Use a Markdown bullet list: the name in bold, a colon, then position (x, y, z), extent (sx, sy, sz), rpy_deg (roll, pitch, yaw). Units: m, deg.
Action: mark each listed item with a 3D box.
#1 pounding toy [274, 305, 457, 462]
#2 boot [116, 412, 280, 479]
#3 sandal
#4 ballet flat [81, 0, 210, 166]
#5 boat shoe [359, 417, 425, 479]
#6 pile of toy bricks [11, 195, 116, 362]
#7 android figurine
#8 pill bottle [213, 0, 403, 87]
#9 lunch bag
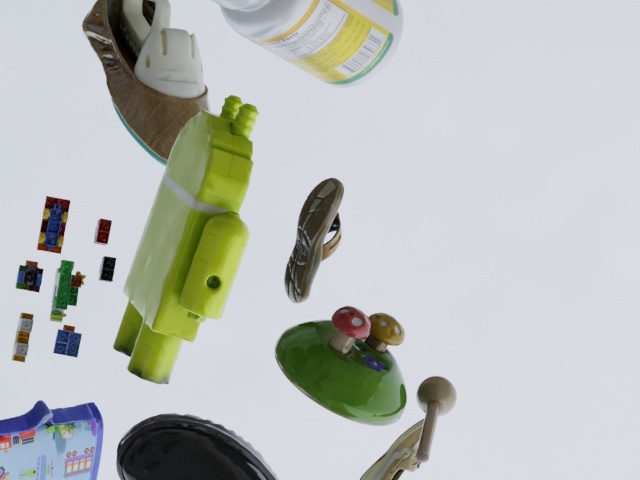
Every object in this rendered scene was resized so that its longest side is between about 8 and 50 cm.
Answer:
- **pounding toy**: position (0.069, 0.146, 2.252), extent (0.110, 0.237, 0.183), rpy_deg (-61, 177, 21)
- **boot**: position (-0.066, 0.406, 2.035), extent (0.146, 0.367, 0.445), rpy_deg (-47, -160, 10)
- **sandal**: position (0.000, 0.000, 2.344), extent (0.049, 0.180, 0.072), rpy_deg (6, -157, -26)
- **ballet flat**: position (-0.198, -0.219, 2.156), extent (0.116, 0.124, 0.342), rpy_deg (6, -148, -26)
- **boat shoe**: position (0.111, 0.288, 2.390), extent (0.135, 0.045, 0.050), rpy_deg (-48, 161, 16)
- **pile of toy bricks**: position (-0.331, 0.057, 2.321), extent (0.118, 0.212, 0.105), rpy_deg (11, 175, -12)
- **android figurine**: position (-0.123, -0.007, 1.702), extent (0.056, 0.272, 0.248), rpy_deg (20, -176, -18)
- **pill bottle**: position (-0.023, -0.231, 1.721), extent (0.118, 0.208, 0.117), rpy_deg (-13, -113, 34)
- **lunch bag**: position (-0.414, 0.344, 2.448), extent (0.221, 0.293, 0.138), rpy_deg (-5, -142, -43)
